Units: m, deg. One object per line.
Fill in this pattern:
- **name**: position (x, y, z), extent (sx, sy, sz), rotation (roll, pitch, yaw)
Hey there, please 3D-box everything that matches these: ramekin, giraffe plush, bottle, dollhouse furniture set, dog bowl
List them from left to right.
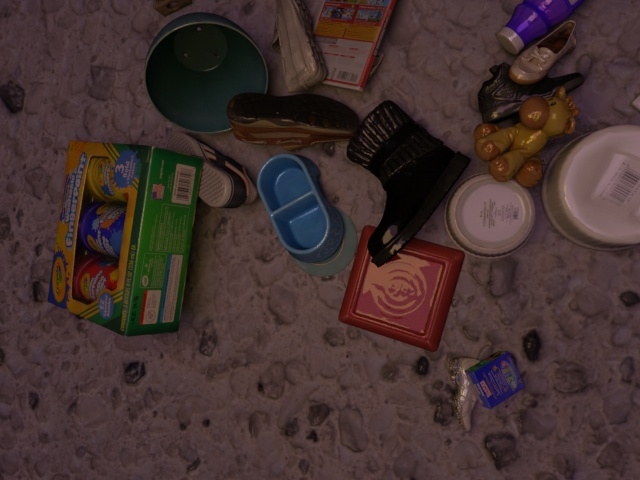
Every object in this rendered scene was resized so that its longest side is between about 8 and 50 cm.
- **dollhouse furniture set**: position (-0.438, -0.728, 1.338), extent (0.101, 0.161, 0.181), rotation (-18, 86, 13)
- **dog bowl**: position (-0.060, -0.088, 1.267), extent (0.166, 0.074, 0.297), rotation (-28, 75, 13)
- **ramekin**: position (0.387, -0.060, 1.155), extent (0.207, 0.109, 0.207), rotation (0, 89, 14)
- **giraffe plush**: position (0.454, -0.230, 1.068), extent (0.210, 0.170, 0.181), rotation (-8, 60, -27)
- **bottle**: position (0.520, -0.540, 1.118), extent (0.283, 0.118, 0.092), rotation (-44, 121, 11)
- **ramekin**: position (0.630, -0.114, 1.080), extent (0.278, 0.135, 0.276), rotation (0, 89, 14)

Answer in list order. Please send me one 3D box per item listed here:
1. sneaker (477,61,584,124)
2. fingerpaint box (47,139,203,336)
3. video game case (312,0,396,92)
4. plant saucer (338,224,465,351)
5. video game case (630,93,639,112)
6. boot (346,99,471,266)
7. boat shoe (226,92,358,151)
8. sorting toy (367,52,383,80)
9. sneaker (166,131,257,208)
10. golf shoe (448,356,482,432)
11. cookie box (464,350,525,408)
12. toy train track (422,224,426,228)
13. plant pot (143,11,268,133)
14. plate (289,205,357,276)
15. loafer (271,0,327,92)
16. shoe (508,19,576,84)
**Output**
- **sneaker**: position (0.467, -0.359, 1.146), extent (0.228, 0.087, 0.130), rotation (-16, 90, 17)
- **fingerpaint box**: position (-0.511, -0.019, 1.295), extent (0.371, 0.163, 0.444), rotation (11, 93, 36)
- **video game case**: position (0.068, -0.519, 1.245), extent (0.204, 0.025, 0.285), rotation (24, 96, 34)
- **plant saucer**: position (0.192, 0.117, 1.236), extent (0.259, 0.048, 0.258), rotation (16, 95, 14)
- **video game case**: position (0.792, -0.301, 1.098), extent (0.157, 0.019, 0.143), rotation (45, 100, 10)
- **boot**: position (0.152, -0.134, 1.185), extent (0.260, 0.131, 0.348), rotation (36, 79, 10)
- **boat shoe**: position (-0.069, -0.290, 1.271), extent (0.324, 0.119, 0.122), rotation (7, 55, -2)
- **sorting toy**: position (0.117, -0.446, 1.261), extent (0.083, 0.045, 0.075), rotation (35, 85, 23)
- **sneaker**: position (-0.289, -0.177, 1.329), extent (0.321, 0.128, 0.126), rotation (43, 115, 35)
- **golf shoe**: position (0.353, 0.362, 1.186), extent (0.086, 0.069, 0.176), rotation (-6, 89, 8)
- **cookie box**: position (0.399, 0.318, 1.160), extent (0.107, 0.040, 0.091), rotation (-23, 85, -20)
- **toy train track**: position (0.244, -0.071, 1.239), extent (0.048, 0.014, 0.083), rotation (-14, 87, 14)
- **plant pot**: position (-0.292, -0.444, 1.267), extent (0.290, 0.290, 0.195), rotation (-31, 48, 12)
- **plate**: position (0.000, 0.000, 1.297), extent (0.188, 0.024, 0.188), rotation (0, 90, 14)
- **loafer**: position (-0.077, -0.517, 1.261), extent (0.112, 0.112, 0.319), rotation (-22, 69, 24)
- **shoe**: position (0.487, -0.412, 1.101), extent (0.219, 0.058, 0.077), rotation (-39, 64, -23)
